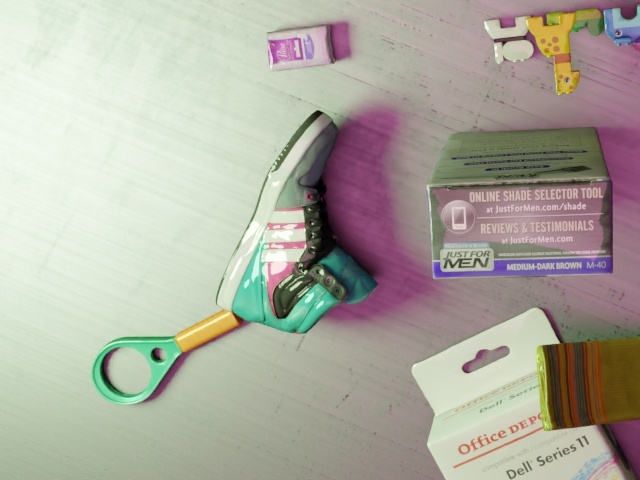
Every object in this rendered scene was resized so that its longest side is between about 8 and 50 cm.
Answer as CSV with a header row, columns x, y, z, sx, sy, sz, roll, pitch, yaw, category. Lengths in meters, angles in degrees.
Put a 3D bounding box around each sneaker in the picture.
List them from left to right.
x,y,z,sx,sy,sz,roll,pitch,yaw,category
0.000,0.000,1.575,0.178,0.124,0.295,29,114,8,sneaker

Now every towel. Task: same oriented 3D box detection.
x,y,z,sx,sy,sz,roll,pitch,yaw,category
0.367,0.168,1.522,0.237,0.021,0.102,-3,86,-24,towel

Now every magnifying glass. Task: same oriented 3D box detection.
x,y,z,sx,sy,sz,roll,pitch,yaw,category
-0.210,0.150,1.703,0.231,0.026,0.092,-28,96,14,magnifying glass

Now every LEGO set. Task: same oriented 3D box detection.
x,y,z,sx,sy,sz,roll,pitch,yaw,category
0.310,-0.225,1.488,0.227,0.087,0.093,-4,102,13,LEGO set

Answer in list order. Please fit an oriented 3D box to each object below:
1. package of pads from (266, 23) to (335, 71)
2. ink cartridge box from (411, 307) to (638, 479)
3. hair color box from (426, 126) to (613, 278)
x,y,z,sx,sy,sz,roll,pitch,yaw,category
-0.025,-0.241,1.574,0.083,0.032,0.050,-5,99,12,package of pads
0.273,0.287,1.594,0.207,0.119,0.353,-28,96,14,ink cartridge box
0.226,-0.049,1.411,0.185,0.339,0.110,-2,102,11,hair color box
